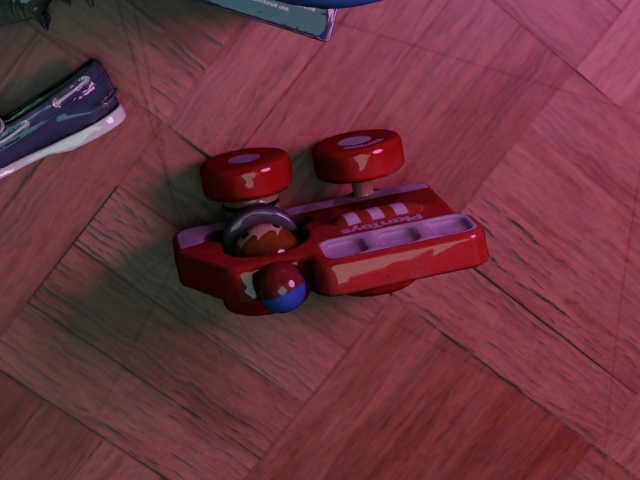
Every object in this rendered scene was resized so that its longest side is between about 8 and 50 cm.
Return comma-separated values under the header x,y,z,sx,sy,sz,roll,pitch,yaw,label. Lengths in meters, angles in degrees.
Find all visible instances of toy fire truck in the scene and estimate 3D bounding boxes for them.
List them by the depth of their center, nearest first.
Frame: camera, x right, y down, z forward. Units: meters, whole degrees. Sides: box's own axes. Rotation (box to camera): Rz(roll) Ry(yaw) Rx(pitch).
x,y,z,sx,sy,sz,roll,pitch,yaw,label
0.000,0.000,1.449,0.302,0.254,0.169,-11,106,-8,toy fire truck

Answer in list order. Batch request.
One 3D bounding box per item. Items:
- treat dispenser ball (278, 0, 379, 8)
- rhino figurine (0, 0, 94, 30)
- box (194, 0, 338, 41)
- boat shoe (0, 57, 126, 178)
x,y,z,sx,sy,sz,roll,pitch,yaw,label
0.006,-0.319,1.037,0.288,0.288,0.288,-3,105,-10,treat dispenser ball
-0.349,-0.274,1.406,0.243,0.073,0.106,15,98,-16,rhino figurine
-0.055,-0.368,1.320,0.183,0.296,0.294,16,100,-14,box
-0.329,-0.109,1.442,0.254,0.095,0.079,-25,110,-5,boat shoe
